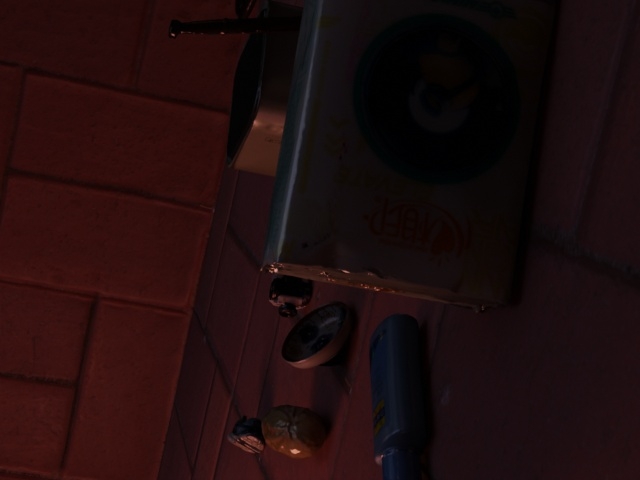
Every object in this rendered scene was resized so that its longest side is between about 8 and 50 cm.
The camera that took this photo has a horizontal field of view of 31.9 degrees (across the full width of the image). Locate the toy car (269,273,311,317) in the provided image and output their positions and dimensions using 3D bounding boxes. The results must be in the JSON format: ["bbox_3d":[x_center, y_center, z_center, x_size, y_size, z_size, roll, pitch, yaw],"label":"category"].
[{"bbox_3d":[-0.060,0.070,2.243,0.070,0.080,0.170,126,151,-64],"label":"toy car"}]

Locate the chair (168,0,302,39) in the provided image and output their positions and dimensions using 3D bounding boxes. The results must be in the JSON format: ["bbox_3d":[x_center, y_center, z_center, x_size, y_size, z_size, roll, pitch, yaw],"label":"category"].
[{"bbox_3d":[0.038,-0.485,1.580,0.364,0.410,0.361,127,151,-60],"label":"chair"}]

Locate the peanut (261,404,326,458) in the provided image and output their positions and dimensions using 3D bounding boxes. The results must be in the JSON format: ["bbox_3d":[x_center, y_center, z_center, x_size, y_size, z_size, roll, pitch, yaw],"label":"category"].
[{"bbox_3d":[-0.053,0.335,1.968,0.214,0.099,0.090,150,120,-75],"label":"peanut"}]

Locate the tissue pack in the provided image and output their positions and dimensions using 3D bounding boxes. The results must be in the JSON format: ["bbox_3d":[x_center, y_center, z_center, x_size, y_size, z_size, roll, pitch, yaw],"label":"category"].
[{"bbox_3d":[0.100,-0.130,1.322,0.162,0.287,0.388,143,137,-79],"label":"tissue pack"}]

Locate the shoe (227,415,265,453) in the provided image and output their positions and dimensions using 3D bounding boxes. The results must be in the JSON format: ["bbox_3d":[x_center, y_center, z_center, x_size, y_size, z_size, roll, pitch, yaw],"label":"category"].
[{"bbox_3d":[-0.151,0.413,2.396,0.071,0.064,0.143,-63,15,-14],"label":"shoe"}]

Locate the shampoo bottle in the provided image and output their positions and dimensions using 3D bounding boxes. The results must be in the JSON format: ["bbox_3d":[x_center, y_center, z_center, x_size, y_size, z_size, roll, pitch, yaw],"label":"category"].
[{"bbox_3d":[0.104,0.228,1.492,0.104,0.061,0.258,116,159,-47],"label":"shampoo bottle"}]

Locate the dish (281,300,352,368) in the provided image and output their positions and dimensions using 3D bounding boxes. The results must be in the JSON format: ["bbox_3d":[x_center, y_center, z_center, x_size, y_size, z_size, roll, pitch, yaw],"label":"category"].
[{"bbox_3d":[0.012,0.179,1.907,0.141,0.078,0.141,-33,24,17],"label":"dish"}]

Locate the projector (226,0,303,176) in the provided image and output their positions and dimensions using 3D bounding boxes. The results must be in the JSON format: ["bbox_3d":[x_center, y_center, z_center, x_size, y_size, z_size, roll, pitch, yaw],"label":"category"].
[{"bbox_3d":[-0.013,-0.246,1.946,0.248,0.249,0.248,126,151,-60],"label":"projector"}]
